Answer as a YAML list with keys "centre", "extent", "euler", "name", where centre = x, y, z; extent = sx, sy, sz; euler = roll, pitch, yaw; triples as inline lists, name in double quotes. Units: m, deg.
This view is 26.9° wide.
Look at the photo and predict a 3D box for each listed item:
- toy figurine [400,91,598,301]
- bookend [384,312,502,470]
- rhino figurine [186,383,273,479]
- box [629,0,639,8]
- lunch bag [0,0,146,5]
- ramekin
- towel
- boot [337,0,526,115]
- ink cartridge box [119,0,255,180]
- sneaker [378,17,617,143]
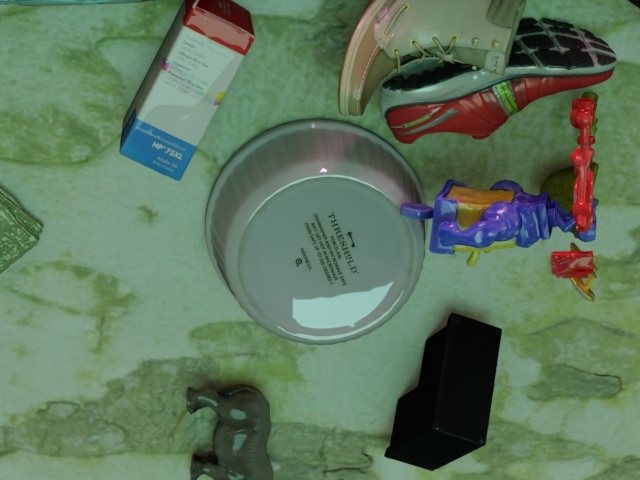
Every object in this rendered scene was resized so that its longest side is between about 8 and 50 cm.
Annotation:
- centre: [0.200, -0.060, 1.503]
  extent: [0.217, 0.362, 0.191]
  euler: [-1, 105, 12]
  name: "toy figurine"
- centre: [0.155, 0.196, 1.703]
  extent: [0.072, 0.156, 0.157]
  euler: [19, 153, -14]
  name: "bookend"
- centre: [-0.114, 0.288, 1.721]
  extent: [0.106, 0.073, 0.243]
  euler: [-2, 114, -3]
  name: "rhino figurine"
- centre: [0.531, -0.305, 1.407]
  extent: [0.179, 0.343, 0.312]
  euler: [29, 106, -17]
  name: "box"
- centre: [-0.254, -0.363, 1.419]
  extent: [0.279, 0.108, 0.224]
  euler: [-4, 105, -7]
  name: "lunch bag"
- centre: [0.000, 0.000, 1.587]
  extent: [0.273, 0.127, 0.272]
  euler: [-2, 112, -5]
  name: "ramekin"
- centre: [-0.414, 0.000, 1.594]
  extent: [0.148, 0.027, 0.110]
  euler: [-40, 112, 9]
  name: "towel"
- centre: [0.123, -0.209, 1.473]
  extent: [0.165, 0.077, 0.213]
  euler: [22, 71, 10]
  name: "boot"
- centre: [-0.139, -0.198, 1.487]
  extent: [0.078, 0.134, 0.231]
  euler: [26, 107, -15]
  name: "ink cartridge box"
- centre: [0.206, -0.178, 1.570]
  extent: [0.279, 0.107, 0.118]
  euler: [-10, 131, 1]
  name: "sneaker"
